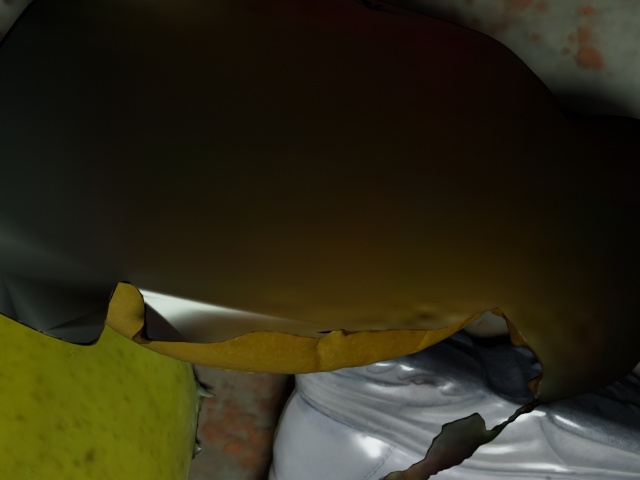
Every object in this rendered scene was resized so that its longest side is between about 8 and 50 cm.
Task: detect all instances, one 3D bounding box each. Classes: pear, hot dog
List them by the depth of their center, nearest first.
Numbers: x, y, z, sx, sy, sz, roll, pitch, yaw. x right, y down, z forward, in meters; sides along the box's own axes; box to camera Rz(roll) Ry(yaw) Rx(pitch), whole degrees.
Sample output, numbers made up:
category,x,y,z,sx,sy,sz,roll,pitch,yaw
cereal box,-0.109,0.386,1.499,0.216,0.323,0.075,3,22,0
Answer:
category,x,y,z,sx,sy,sz,roll,pitch,yaw
pear,-0.170,0.116,0.510,0.267,0.178,0.267,-5,113,-12
hot dog,0.000,-0.006,0.510,0.326,0.107,0.194,24,82,-24

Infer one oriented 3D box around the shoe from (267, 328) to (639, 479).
category,x,y,z,sx,sy,sz,roll,pitch,yaw
shoe,0.085,0.119,0.616,0.245,0.095,0.138,17,115,-16
